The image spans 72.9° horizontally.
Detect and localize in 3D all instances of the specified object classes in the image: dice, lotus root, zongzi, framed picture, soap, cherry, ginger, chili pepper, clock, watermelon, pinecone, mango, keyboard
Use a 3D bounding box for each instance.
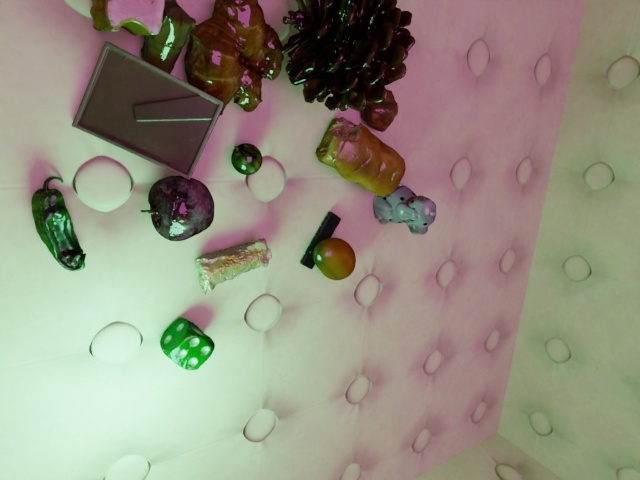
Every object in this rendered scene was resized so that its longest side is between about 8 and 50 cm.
[{"bbox_3d":[-0.432,0.336,1.403,0.120,0.131,0.128,-48,127,-12],"label":"dice"},{"bbox_3d":[0.219,-0.486,1.605,0.135,0.095,0.159,-3,101,-30],"label":"lotus root"},{"bbox_3d":[-0.436,-0.563,1.160,0.094,0.204,0.205,-6,149,-46],"label":"zongzi"},{"bbox_3d":[-0.452,-0.336,1.151,0.324,0.020,0.240,24,98,-16],"label":"framed picture"},{"bbox_3d":[-0.444,-0.602,0.979,0.143,0.281,0.259,-3,115,-31],"label":"soap"},{"bbox_3d":[-0.401,-0.099,1.257,0.195,0.195,0.195,-11,111,-31],"label":"cherry"},{"bbox_3d":[-0.252,-0.518,1.243,0.357,0.152,0.274,-57,146,-4],"label":"ginger"},{"bbox_3d":[-0.692,-0.037,1.146,0.100,0.074,0.256,-22,121,-30],"label":"chili pepper"},{"bbox_3d":[0.358,-0.123,1.720,0.189,0.254,0.188,-16,118,-32],"label":"clock"},{"bbox_3d":[-0.235,-0.260,1.366,0.109,0.109,0.108,-11,111,-31],"label":"watermelon"},{"bbox_3d":[0.057,-0.576,1.273,0.398,0.398,0.397,-11,111,-31],"label":"pinecone"},{"bbox_3d":[0.054,0.064,1.639,0.151,0.120,0.221,-53,141,-12],"label":"mango"},{"bbox_3d":[-0.001,0.000,1.657,0.072,0.023,0.231,33,86,-44],"label":"keyboard"}]

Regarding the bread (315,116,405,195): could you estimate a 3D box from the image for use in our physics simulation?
[{"bbox_3d":[0.157,-0.297,1.585,0.344,0.149,0.195,23,91,-37],"label":"bread"}]

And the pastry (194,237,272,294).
[{"bbox_3d":[-0.289,0.069,1.439,0.259,0.089,0.121,-25,122,-27],"label":"pastry"}]
